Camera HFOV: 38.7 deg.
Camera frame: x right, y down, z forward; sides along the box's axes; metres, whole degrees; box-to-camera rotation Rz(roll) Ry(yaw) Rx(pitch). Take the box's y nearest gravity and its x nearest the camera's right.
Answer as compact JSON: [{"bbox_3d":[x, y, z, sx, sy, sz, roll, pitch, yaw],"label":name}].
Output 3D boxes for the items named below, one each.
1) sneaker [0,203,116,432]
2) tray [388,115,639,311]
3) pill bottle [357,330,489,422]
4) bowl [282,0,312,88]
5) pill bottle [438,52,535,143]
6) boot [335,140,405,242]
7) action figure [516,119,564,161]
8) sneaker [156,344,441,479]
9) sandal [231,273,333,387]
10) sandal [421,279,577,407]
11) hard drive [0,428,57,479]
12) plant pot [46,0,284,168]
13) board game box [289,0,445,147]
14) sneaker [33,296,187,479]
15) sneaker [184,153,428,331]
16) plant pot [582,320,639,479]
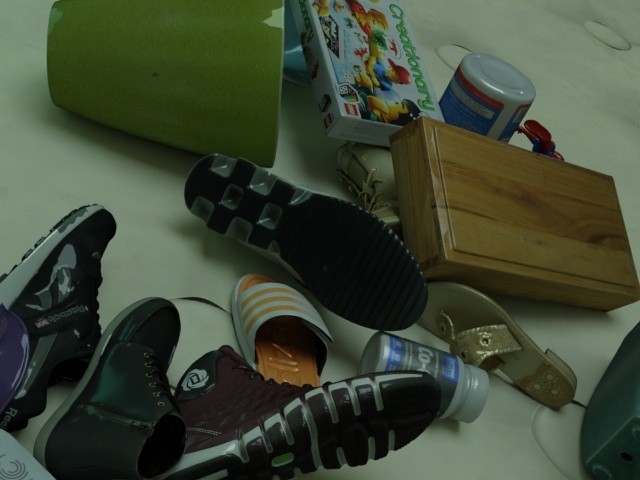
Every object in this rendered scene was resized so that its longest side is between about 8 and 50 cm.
[{"bbox_3d":[-0.265,0.078,0.906,0.124,0.107,0.283,40,38,-7],"label":"sneaker"},{"bbox_3d":[0.283,-0.027,1.272,0.410,0.076,0.203,11,63,-37],"label":"tray"},{"bbox_3d":[0.118,0.159,1.045,0.137,0.078,0.078,19,36,-11],"label":"pill bottle"},{"bbox_3d":[-0.043,-0.406,1.511,0.311,0.312,0.163,1,6,-32],"label":"bowl"},{"bbox_3d":[0.224,-0.164,1.398,0.124,0.221,0.124,18,36,-14],"label":"pill bottle"},{"bbox_3d":[0.076,-0.061,1.282,0.262,0.095,0.203,-14,51,-42],"label":"boot"},{"bbox_3d":[0.331,-0.150,1.515,0.139,0.091,0.280,36,6,22],"label":"action figure"},{"bbox_3d":[-0.036,0.147,0.889,0.281,0.106,0.162,-15,39,-14],"label":"sneaker"},{"bbox_3d":[-0.030,0.119,1.001,0.102,0.076,0.265,10,39,-23],"label":"sandal"},{"bbox_3d":[0.211,0.140,1.124,0.240,0.088,0.079,35,36,0],"label":"sandal"},{"bbox_3d":[-0.291,0.300,0.629,0.233,0.047,0.353,38,36,16],"label":"hard drive"},{"bbox_3d":[-0.205,-0.239,1.219,0.293,0.275,0.275,1,40,-7],"label":"plant pot"},{"bbox_3d":[0.066,-0.275,1.369,0.193,0.053,0.305,6,56,-32],"label":"board game box"},{"bbox_3d":[-0.156,0.139,0.845,0.118,0.083,0.222,-3,39,26],"label":"sneaker"},{"bbox_3d":[0.000,0.000,1.111,0.330,0.122,0.146,33,3,22],"label":"sneaker"},{"bbox_3d":[0.455,0.207,1.073,0.248,0.247,0.252,39,54,17],"label":"plant pot"}]
